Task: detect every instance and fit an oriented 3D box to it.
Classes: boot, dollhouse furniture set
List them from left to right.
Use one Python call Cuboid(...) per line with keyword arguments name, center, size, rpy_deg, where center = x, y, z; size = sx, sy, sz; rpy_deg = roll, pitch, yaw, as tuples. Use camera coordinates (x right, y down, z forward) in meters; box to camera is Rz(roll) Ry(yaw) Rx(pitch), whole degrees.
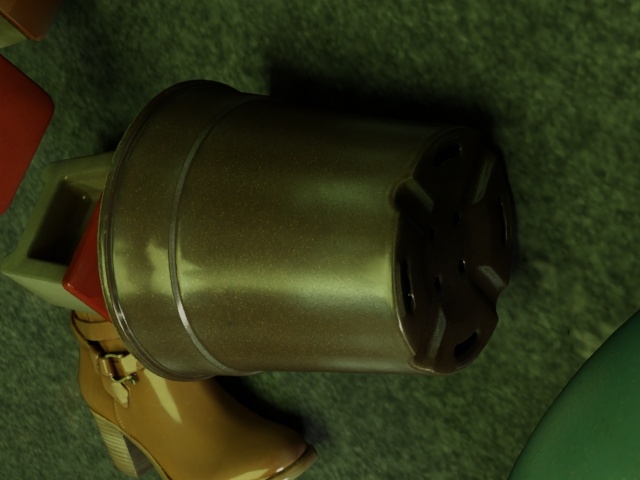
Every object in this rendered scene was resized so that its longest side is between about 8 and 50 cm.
Cuboid(name="dollhouse furniture set", center=(-0.182, -0.057, 0.902), size=(0.135, 0.262, 0.259), rpy_deg=(0, 150, 42))
Cuboid(name="boot", center=(-0.097, 0.088, 1.041), size=(0.197, 0.073, 0.152), rpy_deg=(1, 114, 41))

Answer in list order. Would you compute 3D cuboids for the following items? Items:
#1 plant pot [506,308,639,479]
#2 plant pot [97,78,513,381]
Cuboid(name="plant pot", center=(0.224, 0.098, 0.604), size=(0.293, 0.293, 0.196), rpy_deg=(30, 108, 26))
Cuboid(name="plant pot", center=(0.000, 0.000, 0.823), size=(0.165, 0.167, 0.167), rpy_deg=(4, 120, 34))
